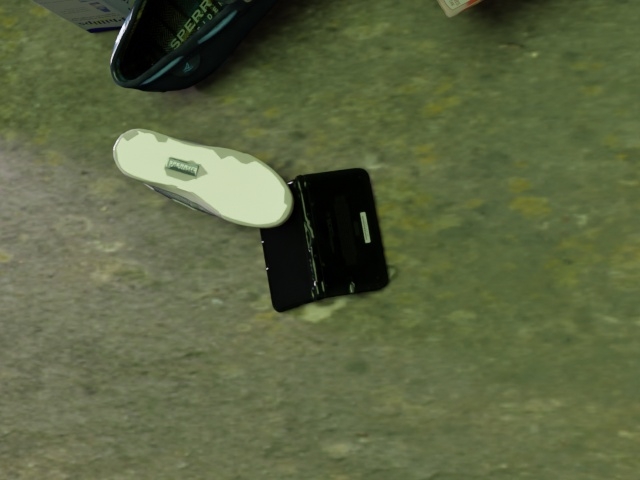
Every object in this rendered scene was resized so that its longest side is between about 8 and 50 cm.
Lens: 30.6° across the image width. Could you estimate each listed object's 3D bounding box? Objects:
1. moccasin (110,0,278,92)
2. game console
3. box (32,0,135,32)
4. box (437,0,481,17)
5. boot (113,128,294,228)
[{"bbox_3d":[-0.088,-0.255,1.092,0.137,0.117,0.342,42,127,12],"label":"moccasin"},{"bbox_3d":[0.000,0.000,1.148,0.107,0.071,0.122,-8,80,-10],"label":"game console"},{"bbox_3d":[-0.243,-0.296,1.211,0.072,0.137,0.126,-4,82,19],"label":"box"},{"bbox_3d":[0.103,-0.370,1.005,0.154,0.142,0.300,-28,112,16],"label":"box"},{"bbox_3d":[-0.108,-0.060,1.163,0.190,0.086,0.069,23,87,12],"label":"boot"}]
